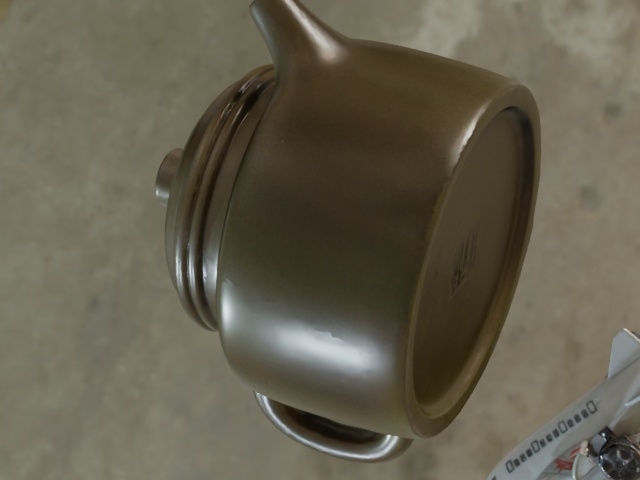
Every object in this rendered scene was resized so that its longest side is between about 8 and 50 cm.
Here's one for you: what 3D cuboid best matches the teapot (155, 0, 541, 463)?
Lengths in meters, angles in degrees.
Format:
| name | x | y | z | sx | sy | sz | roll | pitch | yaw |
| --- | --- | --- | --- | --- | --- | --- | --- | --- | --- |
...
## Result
| name | x | y | z | sx | sy | sz | roll | pitch | yaw |
| --- | --- | --- | --- | --- | --- | --- | --- | --- | --- |
| teapot | 0.000 | 0.000 | 0.815 | 0.175 | 0.185 | 0.268 | 17 | 126 | 23 |

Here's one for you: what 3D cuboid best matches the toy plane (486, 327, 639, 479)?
| name | x | y | z | sx | sy | sz | roll | pitch | yaw |
| --- | --- | --- | --- | --- | --- | --- | --- | --- | --- |
| toy plane | 0.152 | 0.118 | 0.941 | 0.065 | 0.162 | 0.171 | 35 | 118 | 5 |
